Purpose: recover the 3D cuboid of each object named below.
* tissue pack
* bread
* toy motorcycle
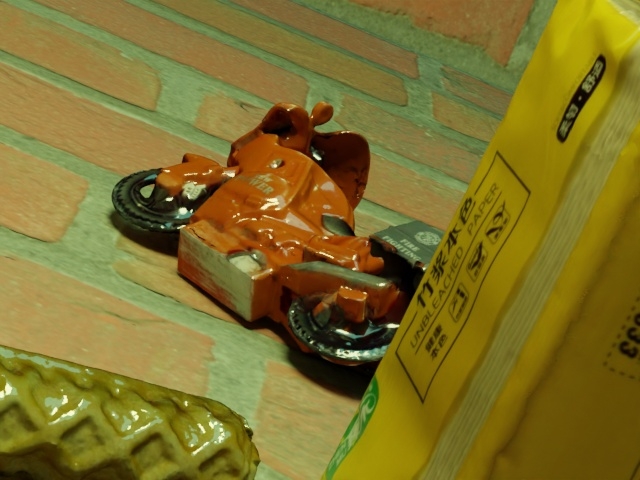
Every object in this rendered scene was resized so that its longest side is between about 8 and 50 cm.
[{"bbox_3d":[0.213,0.075,1.078,0.293,0.382,0.228,19,19,-18],"label":"tissue pack"},{"bbox_3d":[-0.200,0.093,0.998,0.368,0.084,0.077,14,62,-25],"label":"bread"},{"bbox_3d":[0.000,0.000,1.456,0.221,0.147,0.326,-23,43,-38],"label":"toy motorcycle"}]
